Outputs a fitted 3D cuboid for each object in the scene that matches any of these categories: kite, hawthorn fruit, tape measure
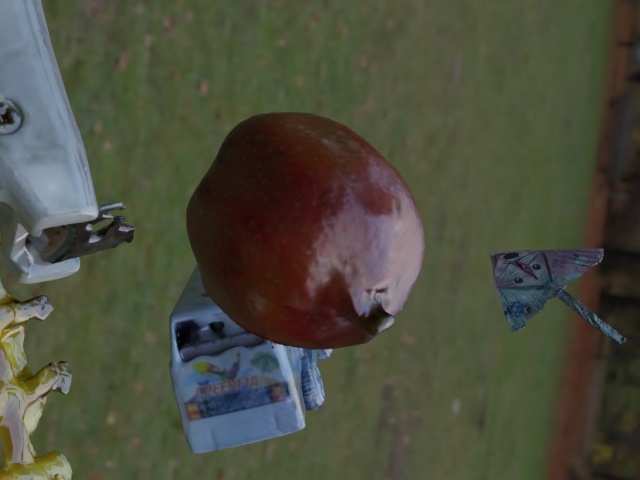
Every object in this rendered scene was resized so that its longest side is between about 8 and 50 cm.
[{"bbox_3d":[0.211,0.044,1.564,0.137,0.152,0.005,-39,146,-33],"label":"kite"},{"bbox_3d":[0.000,0.000,1.263,0.169,0.188,0.169,-25,132,-30],"label":"hawthorn fruit"},{"bbox_3d":[-0.255,-0.098,0.985,0.130,0.265,0.258,128,-51,-64],"label":"tape measure"}]

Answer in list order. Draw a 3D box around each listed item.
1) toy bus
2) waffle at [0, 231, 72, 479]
[{"bbox_3d":[-0.060,0.075,1.557,0.329,0.109,0.136,-75,149,-76],"label":"toy bus"},{"bbox_3d":[-0.230,0.072,0.792,0.329,0.062,0.329,35,42,-38],"label":"waffle"}]
